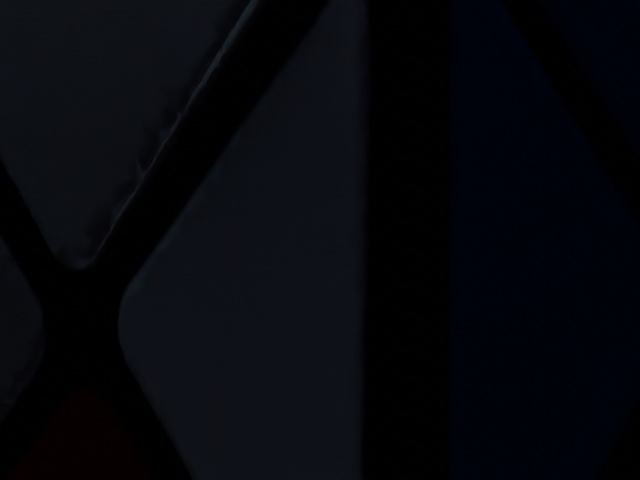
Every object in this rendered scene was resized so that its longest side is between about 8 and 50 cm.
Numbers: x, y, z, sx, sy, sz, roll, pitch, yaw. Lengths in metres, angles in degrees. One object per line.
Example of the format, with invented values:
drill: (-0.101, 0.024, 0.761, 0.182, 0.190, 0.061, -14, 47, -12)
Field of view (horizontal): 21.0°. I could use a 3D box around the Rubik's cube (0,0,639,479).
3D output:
Rubik's cube: (0.017, 0.011, 0.547, 0.250, 0.248, 0.246, 9, 12, 44)
